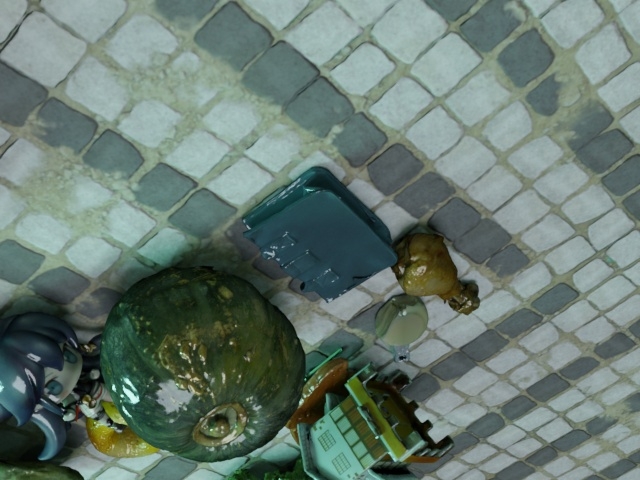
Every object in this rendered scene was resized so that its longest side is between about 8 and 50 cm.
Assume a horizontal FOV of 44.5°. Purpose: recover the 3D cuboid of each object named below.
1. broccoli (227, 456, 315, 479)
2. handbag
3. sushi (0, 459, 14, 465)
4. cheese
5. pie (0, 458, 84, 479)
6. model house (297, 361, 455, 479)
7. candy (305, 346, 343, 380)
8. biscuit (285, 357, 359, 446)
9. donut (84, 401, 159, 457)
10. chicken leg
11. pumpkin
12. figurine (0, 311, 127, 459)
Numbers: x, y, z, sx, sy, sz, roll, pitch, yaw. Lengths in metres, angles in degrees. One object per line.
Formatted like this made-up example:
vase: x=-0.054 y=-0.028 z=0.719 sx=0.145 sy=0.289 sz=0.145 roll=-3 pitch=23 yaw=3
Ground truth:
broccoli: x=-0.068 y=0.640 z=1.673 sx=0.321 sy=0.310 sz=0.414 roll=20 pitch=91 yaw=-36
handbag: x=0.000 y=0.000 z=1.245 sx=0.179 sy=0.062 sz=0.229 roll=-32 pitch=132 yaw=21
sushi: x=-0.694 y=0.259 z=1.283 sx=0.373 sy=0.100 sz=0.296 roll=28 pitch=157 yaw=-30
cheese: x=0.144 y=0.169 z=1.445 sx=0.092 sy=0.048 sz=0.171 roll=4 pitch=132 yaw=-16
pie: x=-0.578 y=0.447 z=1.447 sx=0.276 sy=0.079 sz=0.277 roll=2 pitch=160 yaw=1
model house: x=0.100 y=0.375 z=1.487 sx=0.215 sy=0.198 sz=0.224 roll=-40 pitch=152 yaw=13
candy: x=-0.027 y=0.261 z=1.502 sx=0.184 sy=0.049 sz=0.055 roll=-41 pitch=166 yaw=13
biscuit: x=-0.001 y=0.317 z=1.530 sx=0.183 sy=0.043 sz=0.280 roll=-13 pitch=144 yaw=-29
donut: x=-0.358 y=0.345 z=1.469 sx=0.174 sy=0.075 sz=0.190 roll=5 pitch=132 yaw=-19
chicken leg: x=0.206 y=0.068 z=1.344 sx=0.107 sy=0.087 sz=0.251 roll=-26 pitch=141 yaw=26
pumpkin: x=-0.184 y=0.187 z=1.235 sx=0.291 sy=0.257 sz=0.328 roll=-32 pitch=134 yaw=-3
figurine: x=-0.441 y=0.229 z=1.278 sx=0.196 sy=0.175 sz=0.265 roll=-14 pitch=127 yaw=6
